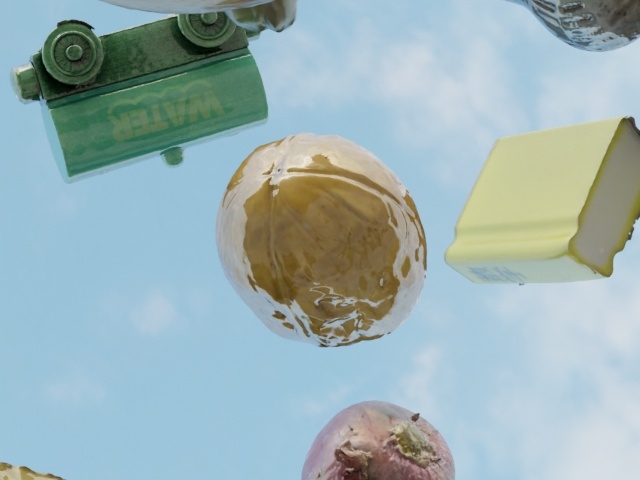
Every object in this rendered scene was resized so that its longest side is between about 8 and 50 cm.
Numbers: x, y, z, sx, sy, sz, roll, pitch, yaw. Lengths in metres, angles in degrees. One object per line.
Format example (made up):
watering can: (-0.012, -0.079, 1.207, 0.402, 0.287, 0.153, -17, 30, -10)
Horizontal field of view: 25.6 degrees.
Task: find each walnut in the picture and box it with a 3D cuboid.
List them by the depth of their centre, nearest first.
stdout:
walnut: (0.000, 0.000, 1.139, 0.165, 0.165, 0.197, -35, -46, -1)

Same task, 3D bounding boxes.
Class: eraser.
eraser: (0.229, -0.034, 1.418, 0.069, 0.226, 0.158, 31, -105, -23)

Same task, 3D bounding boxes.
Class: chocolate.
chocolate: (0.143, -0.169, 0.880, 0.072, 0.167, 0.072, -31, -41, -32)

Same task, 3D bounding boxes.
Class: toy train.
toy train: (-0.162, -0.145, 1.339, 0.248, 0.101, 0.159, -19, -84, -17)

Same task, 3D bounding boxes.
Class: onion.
onion: (0.046, 0.256, 1.423, 0.159, 0.159, 0.195, 22, -51, -15)

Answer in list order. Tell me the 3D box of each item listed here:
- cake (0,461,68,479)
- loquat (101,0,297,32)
cake: (-0.216, 0.357, 1.072, 0.227, 0.286, 0.222, 22, -60, -30)
loquat: (-0.067, -0.267, 0.804, 0.328, 0.328, 0.359, -18, -48, -6)
